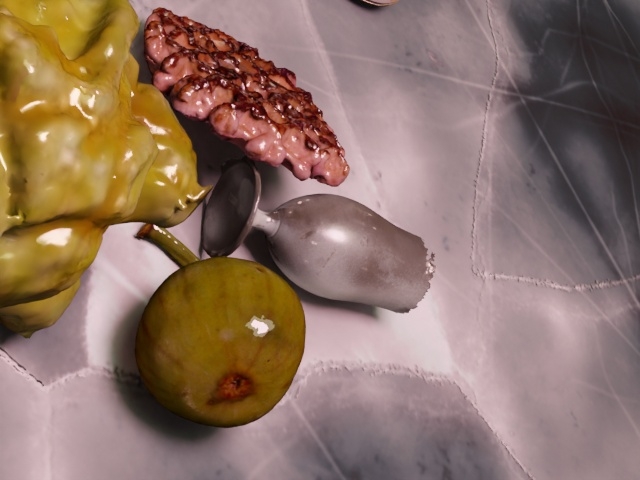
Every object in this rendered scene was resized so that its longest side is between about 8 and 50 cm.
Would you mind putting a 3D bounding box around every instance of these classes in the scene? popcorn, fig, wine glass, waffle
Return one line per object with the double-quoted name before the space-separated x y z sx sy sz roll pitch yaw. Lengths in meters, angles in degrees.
"popcorn" -0.259 -0.084 1.046 0.335 0.274 0.279 27 4 3
"fig" -0.093 0.078 1.225 0.148 0.186 0.142 13 101 -13
"wine glass" 0.000 0.000 1.354 0.222 0.103 0.103 21 54 -32
"waffle" -0.076 -0.138 1.342 0.221 0.055 0.234 24 24 -34

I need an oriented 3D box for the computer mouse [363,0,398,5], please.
"computer mouse" 0.016 -0.340 1.601 0.199 0.045 0.102 36 48 -20
